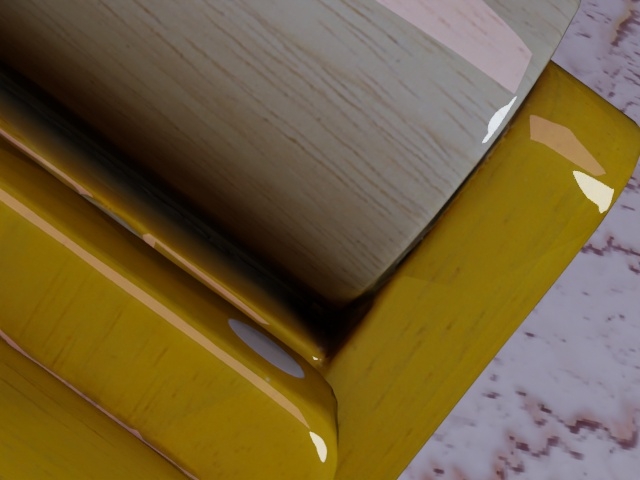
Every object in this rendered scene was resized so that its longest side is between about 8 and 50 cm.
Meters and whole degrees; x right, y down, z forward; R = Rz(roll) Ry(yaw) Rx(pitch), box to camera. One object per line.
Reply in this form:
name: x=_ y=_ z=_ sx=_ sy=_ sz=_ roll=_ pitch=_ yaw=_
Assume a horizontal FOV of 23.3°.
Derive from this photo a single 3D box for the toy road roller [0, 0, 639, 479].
toy road roller: x=-0.077 y=0.031 z=0.378 sx=0.202 sy=0.329 sz=0.240 roll=36 pitch=8 yaw=-5
